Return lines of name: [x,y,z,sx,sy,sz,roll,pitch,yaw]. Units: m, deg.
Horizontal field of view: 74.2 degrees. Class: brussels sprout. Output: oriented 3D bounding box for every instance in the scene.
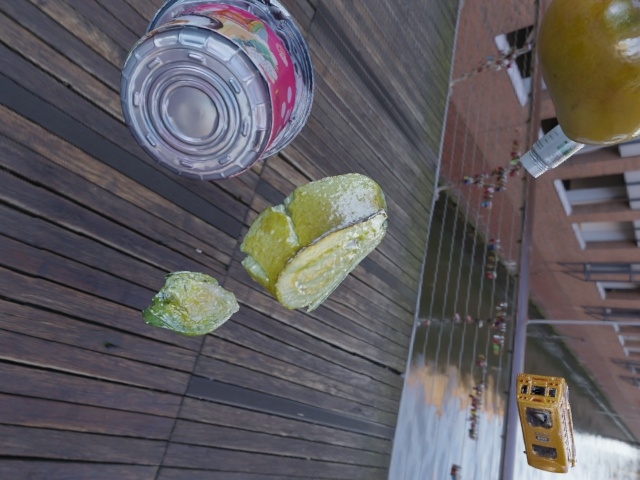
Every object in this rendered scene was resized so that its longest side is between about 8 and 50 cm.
brussels sprout: [-0.270,0.140,0.896,0.181,0.100,0.139,14,48,-43]

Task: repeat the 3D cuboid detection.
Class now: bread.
bread: [0.000,0.000,0.709,0.257,0.124,0.186,-37,150,-14]

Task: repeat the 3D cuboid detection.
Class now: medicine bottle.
medicine bottle: [0.573,-0.223,1.054,0.080,0.130,0.080,28,37,-25]

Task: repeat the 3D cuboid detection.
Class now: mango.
mango: [0.442,-0.262,0.635,0.173,0.211,0.317,-62,143,-16]

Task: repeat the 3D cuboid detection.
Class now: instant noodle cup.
instant noodle cup: [-0.142,-0.192,0.564,0.181,0.258,0.302,-83,174,-57]

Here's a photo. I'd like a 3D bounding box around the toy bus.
toy bus: [0.396,0.334,0.746,0.088,0.083,0.194,-40,118,-50]
